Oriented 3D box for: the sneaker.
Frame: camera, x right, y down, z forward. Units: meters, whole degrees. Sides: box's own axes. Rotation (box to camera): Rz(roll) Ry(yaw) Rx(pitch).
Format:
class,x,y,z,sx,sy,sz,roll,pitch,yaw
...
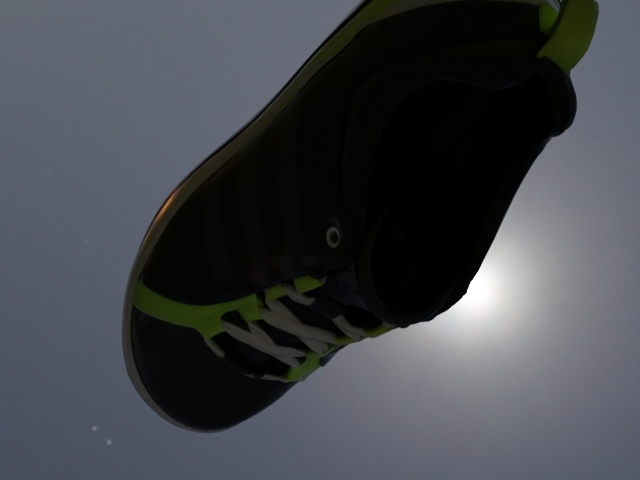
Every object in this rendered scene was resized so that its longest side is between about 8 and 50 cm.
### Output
class,x,y,z,sx,sy,sz,roll,pitch,yaw
sneaker,0.000,0.000,0.357,0.234,0.084,0.097,-53,-154,28
